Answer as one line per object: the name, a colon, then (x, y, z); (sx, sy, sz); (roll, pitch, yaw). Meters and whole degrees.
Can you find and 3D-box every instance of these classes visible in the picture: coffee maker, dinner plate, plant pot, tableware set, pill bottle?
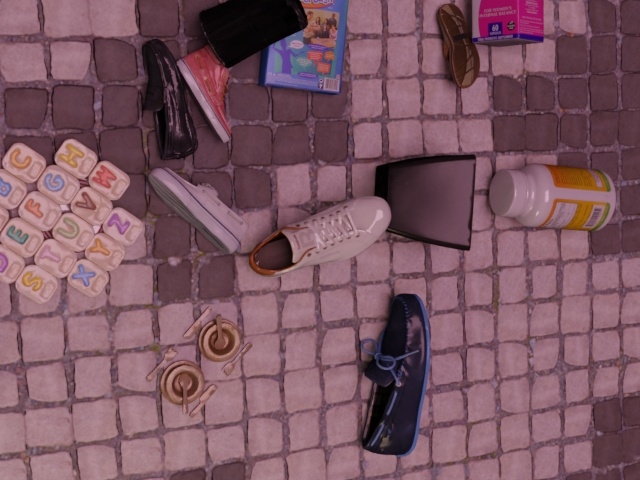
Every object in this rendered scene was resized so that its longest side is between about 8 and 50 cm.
coffee maker: (-0.123, -0.400, 1.751); (0.178, 0.171, 0.120); (-27, 106, 9)
dinner plate: (-0.448, -0.045, 1.767); (0.141, 0.017, 0.141); (-2, 95, -22)
plant pot: (0.200, -0.081, 1.942); (0.167, 0.187, 0.188); (1, 95, -9)
tableware set: (-0.227, 0.236, 1.869); (0.128, 0.039, 0.194); (44, 79, -19)
pill bottle: (0.491, -0.093, 2.071); (0.246, 0.136, 0.136); (4, 94, -22)

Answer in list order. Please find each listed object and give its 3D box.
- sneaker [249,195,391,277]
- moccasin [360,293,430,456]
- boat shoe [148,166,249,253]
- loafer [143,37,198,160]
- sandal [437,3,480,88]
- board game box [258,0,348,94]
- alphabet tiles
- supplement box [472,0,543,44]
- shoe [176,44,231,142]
sneaker: (0.000, 0.000, 1.837); (0.290, 0.123, 0.105); (-26, 85, 5)
moccasin: (0.148, 0.278, 1.972); (0.117, 0.138, 0.341); (2, 93, -17)
boat shoe: (-0.227, -0.072, 1.828); (0.226, 0.083, 0.075); (48, 65, -30)
loafer: (-0.288, -0.256, 1.778); (0.078, 0.076, 0.223); (-21, 106, -27)
sandal: (0.280, -0.400, 2.011); (0.072, 0.049, 0.180); (-15, 86, -25)
board game box: (-0.031, -0.396, 1.883); (0.160, 0.047, 0.210); (5, 94, -21)
alphabet tiles: (-0.473, -0.034, 1.739); (0.278, 0.021, 0.284); (36, 83, -20)
supplement box: (0.384, -0.515, 1.985); (0.114, 0.111, 0.219); (-6, 97, -49)
shoe: (-0.196, -0.276, 1.819); (0.081, 0.063, 0.178); (-32, 101, -10)
